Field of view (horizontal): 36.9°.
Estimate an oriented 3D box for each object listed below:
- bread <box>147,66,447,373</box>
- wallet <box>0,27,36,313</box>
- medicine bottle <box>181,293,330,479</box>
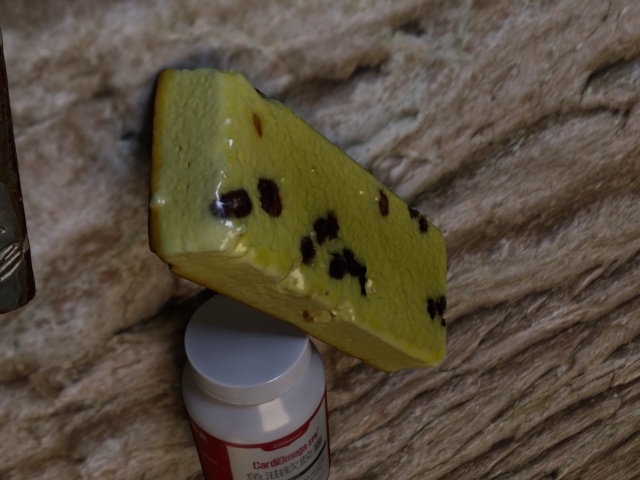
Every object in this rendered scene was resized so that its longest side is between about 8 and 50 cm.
[{"bbox_3d":[0.000,0.000,0.765,0.077,0.138,0.361,-7,158,30],"label":"bread"},{"bbox_3d":[-0.248,-0.024,0.609,0.121,0.031,0.232,-20,141,-28],"label":"wallet"},{"bbox_3d":[-0.057,0.161,0.897,0.131,0.131,0.250,-26,143,-19],"label":"medicine bottle"}]
